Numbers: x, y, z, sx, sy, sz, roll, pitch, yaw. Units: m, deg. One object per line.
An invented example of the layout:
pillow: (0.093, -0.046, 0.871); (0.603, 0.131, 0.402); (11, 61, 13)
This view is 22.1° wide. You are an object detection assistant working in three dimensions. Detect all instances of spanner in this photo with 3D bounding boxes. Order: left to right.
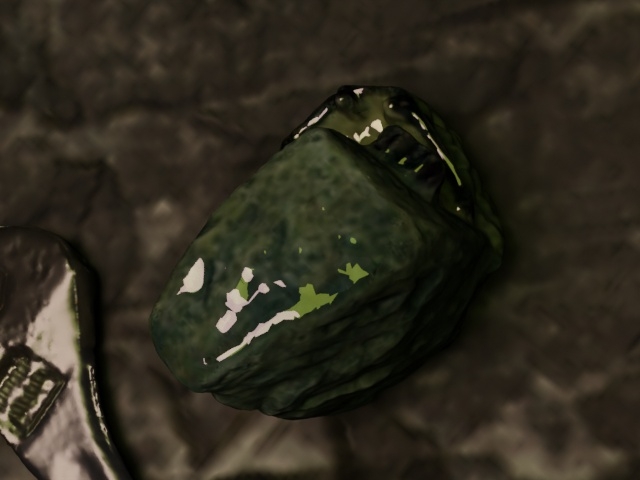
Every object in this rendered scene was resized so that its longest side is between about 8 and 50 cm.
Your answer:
spanner: (-0.042, 0.084, 0.416); (0.046, 0.012, 0.208); (-32, 76, 8)

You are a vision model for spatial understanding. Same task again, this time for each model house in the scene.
model house: (0.000, 0.000, 0.379); (0.079, 0.083, 0.066); (-45, 73, 7)
